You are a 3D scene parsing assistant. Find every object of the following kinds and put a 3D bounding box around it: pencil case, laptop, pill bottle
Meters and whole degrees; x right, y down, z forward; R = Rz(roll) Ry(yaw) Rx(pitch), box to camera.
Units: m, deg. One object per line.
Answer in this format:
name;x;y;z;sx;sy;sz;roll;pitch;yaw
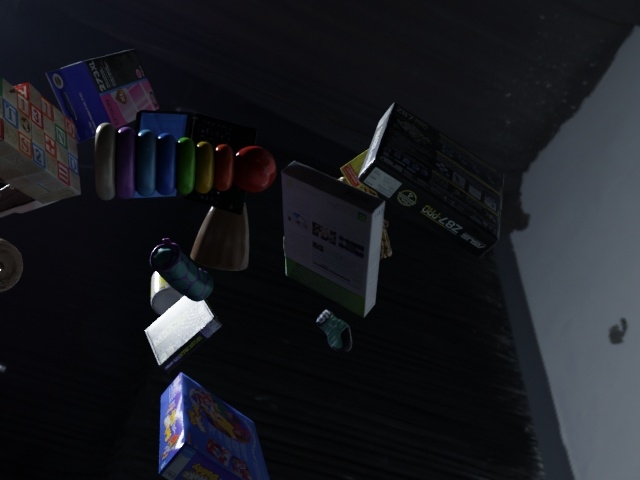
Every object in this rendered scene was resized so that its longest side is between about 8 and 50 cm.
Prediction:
pencil case;-0.269;0.062;1.228;0.151;0.064;0.070;59;-148;-57
laptop;-0.319;-0.189;1.568;0.136;0.264;0.234;-55;-20;-67
pill bottle;-0.551;0.173;2.270;0.117;0.117;0.215;-64;23;20

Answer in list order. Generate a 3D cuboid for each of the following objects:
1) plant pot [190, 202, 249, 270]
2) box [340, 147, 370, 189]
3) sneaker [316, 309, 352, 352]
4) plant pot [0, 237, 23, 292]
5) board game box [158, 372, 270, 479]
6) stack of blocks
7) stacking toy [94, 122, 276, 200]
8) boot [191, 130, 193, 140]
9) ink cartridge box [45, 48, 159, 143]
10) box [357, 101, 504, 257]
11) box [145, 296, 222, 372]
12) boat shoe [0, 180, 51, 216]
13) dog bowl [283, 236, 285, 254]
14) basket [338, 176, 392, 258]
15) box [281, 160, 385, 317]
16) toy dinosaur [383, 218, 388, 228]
plant pot;-0.347;-0.035;2.293;0.215;0.215;0.230;-119;40;-72
box;0.180;-0.247;1.912;0.232;0.087;0.058;-32;-12;12
sneaker;0.068;0.294;1.963;0.083;0.098;0.223;-47;27;3
plant pot;-0.996;0.076;1.836;0.229;0.263;0.263;0;63;33
board game box;-0.235;0.447;1.379;0.078;0.233;0.347;-50;17;0
stack of blocks;-0.573;-0.206;1.186;0.297;0.087;0.171;62;-165;-71
stacking toy;-0.247;-0.141;1.183;0.141;0.330;0.141;-179;90;-74
boot;-0.521;-0.253;2.258;0.109;0.220;0.283;-105;-3;-48
ink cartridge box;-0.544;-0.380;1.616;0.371;0.069;0.175;-63;-43;-64
box;0.314;-0.174;1.716;0.097;0.395;0.318;-50;13;43
box;-0.371;0.235;1.693;0.191;0.045;0.184;-41;37;-4
boat shoe;-0.838;-0.113;1.673;0.116;0.324;0.096;-44;-60;-62
dog bowl;0.043;0.007;2.319;0.102;0.349;0.349;-52;-16;-82
basket;0.164;-0.082;2.118;0.213;0.223;0.299;-13;90;65
box;0.022;0.003;1.389;0.058;0.232;0.322;-42;-32;-37
toy dinosaur;0.164;-0.047;1.922;0.090;0.082;0.047;126;148;-74
